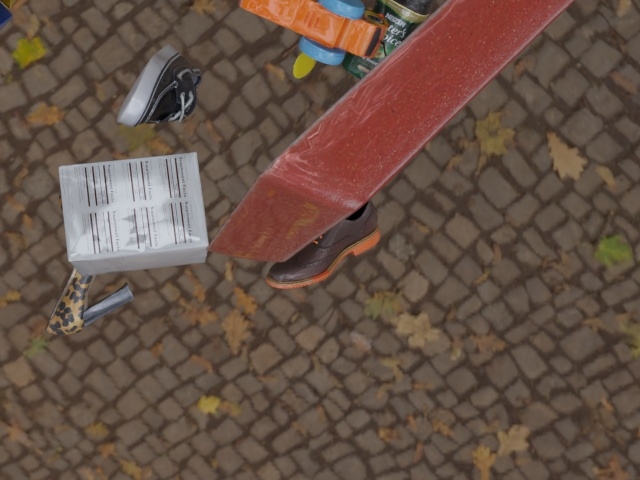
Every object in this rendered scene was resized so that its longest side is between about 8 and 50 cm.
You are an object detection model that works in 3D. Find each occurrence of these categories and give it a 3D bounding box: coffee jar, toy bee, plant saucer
[{"bbox_3d":[0.115,-0.354,1.585,0.096,0.079,0.184,30,119,3],"label":"coffee jar"},{"bbox_3d":[0.030,-0.313,1.413,0.298,0.162,0.195,46,115,-5],"label":"toy bee"},{"bbox_3d":[0.051,-0.083,0.573,0.259,0.258,0.047,-43,92,-15],"label":"plant saucer"}]

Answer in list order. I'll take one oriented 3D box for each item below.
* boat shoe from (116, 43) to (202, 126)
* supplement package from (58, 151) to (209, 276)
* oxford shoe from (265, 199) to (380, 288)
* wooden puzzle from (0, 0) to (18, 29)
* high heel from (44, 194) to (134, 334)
[{"bbox_3d":[-0.256,-0.244,1.576,0.102,0.301,0.108,32,109,-10],"label":"boat shoe"},{"bbox_3d":[-0.285,-0.037,1.464,0.203,0.194,0.149,-7,83,-10],"label":"supplement package"},{"bbox_3d":[0.000,0.000,1.772,0.097,0.271,0.098,23,133,39],"label":"oxford shoe"},{"bbox_3d":[-0.635,-0.399,1.708,0.348,0.322,0.080,-24,115,42],"label":"wooden puzzle"},{"bbox_3d":[-0.512,0.052,1.883,0.186,0.093,0.261,-29,95,-10],"label":"high heel"}]
